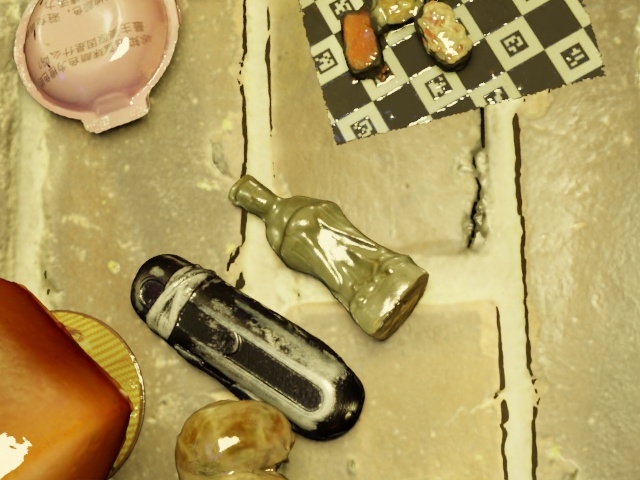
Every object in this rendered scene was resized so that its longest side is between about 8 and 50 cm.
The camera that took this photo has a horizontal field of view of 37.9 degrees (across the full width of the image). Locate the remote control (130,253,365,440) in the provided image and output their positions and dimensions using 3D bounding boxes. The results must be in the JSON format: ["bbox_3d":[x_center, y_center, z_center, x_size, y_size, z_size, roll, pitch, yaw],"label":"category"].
[{"bbox_3d":[-0.078,0.097,0.889,0.266,0.066,0.090,31,85,14],"label":"remote control"}]

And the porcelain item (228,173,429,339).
[{"bbox_3d":[0.000,0.000,0.898,0.216,0.069,0.081,38,93,19],"label":"porcelain item"}]

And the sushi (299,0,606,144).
[{"bbox_3d":[0.121,-0.222,0.920,0.280,0.043,0.192,-14,78,8],"label":"sushi"}]

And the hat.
[{"bbox_3d":[-0.274,0.159,0.908,0.193,0.082,0.193,-2,80,9],"label":"hat"}]

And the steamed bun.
[{"bbox_3d":[-0.339,0.226,0.770,0.235,0.248,0.379,43,120,16],"label":"steamed bun"}]

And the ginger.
[{"bbox_3d":[-0.092,0.296,0.810,0.245,0.155,0.304,34,88,21],"label":"ginger"}]

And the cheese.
[{"bbox_3d":[-0.244,-0.247,0.977,0.189,0.074,0.285,-21,74,6],"label":"cheese"}]
